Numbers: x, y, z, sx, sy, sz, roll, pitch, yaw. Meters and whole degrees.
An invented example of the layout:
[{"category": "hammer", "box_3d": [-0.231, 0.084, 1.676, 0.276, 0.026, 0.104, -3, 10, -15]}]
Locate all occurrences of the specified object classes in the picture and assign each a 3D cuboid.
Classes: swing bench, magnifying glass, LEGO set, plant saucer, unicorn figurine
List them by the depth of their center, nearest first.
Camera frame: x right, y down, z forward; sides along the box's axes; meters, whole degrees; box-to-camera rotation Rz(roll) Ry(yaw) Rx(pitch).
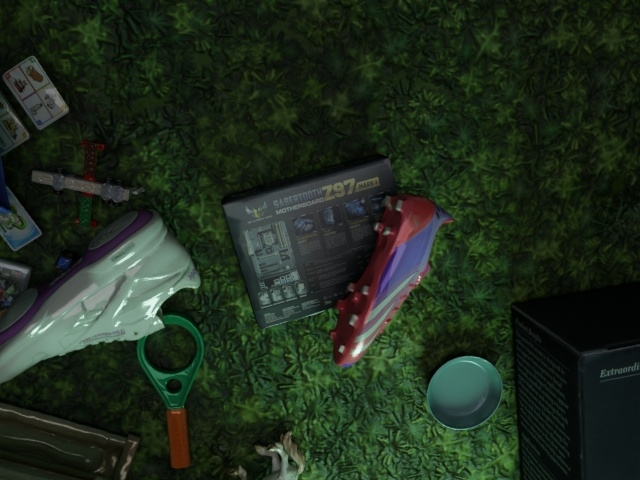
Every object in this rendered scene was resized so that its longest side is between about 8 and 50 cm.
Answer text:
[{"category": "swing bench", "box_3d": [-0.373, 0.312, 0.801, 0.253, 0.254, 0.165, 19, 85, -11]}, {"category": "LEGO set", "box_3d": [-0.356, -0.085, 0.849, 0.182, 0.060, 0.244, -30, 103, 11]}, {"category": "magnifying glass", "box_3d": [-0.207, 0.212, 0.933, 0.092, 0.026, 0.231, -4, 100, -8]}, {"category": "unicorn figurine", "box_3d": [-0.085, 0.363, 0.960, 0.161, 0.060, 0.111, -34, 115, -6]}, {"category": "plant saucer", "box_3d": [0.216, 0.227, 0.999, 0.119, 0.021, 0.120, -2, 102, -8]}]

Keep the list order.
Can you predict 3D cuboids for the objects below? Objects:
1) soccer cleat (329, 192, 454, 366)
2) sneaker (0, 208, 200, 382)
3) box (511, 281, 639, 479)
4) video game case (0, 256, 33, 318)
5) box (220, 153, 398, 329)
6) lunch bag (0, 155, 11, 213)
[{"category": "soccer cleat", "box_3d": [0.090, 0.059, 0.859, 0.095, 0.083, 0.248, 19, 97, -19]}, {"category": "sneaker", "box_3d": [-0.290, 0.100, 0.835, 0.305, 0.114, 0.152, -37, 119, 4]}, {"category": "box", "box_3d": [0.462, 0.281, 0.950, 0.293, 0.212, 0.396, -8, 103, -6]}, {"category": "video game case", "box_3d": [-0.495, 0.089, 0.864, 0.190, 0.022, 0.173, 17, 99, -11]}, {"category": "box", "box_3d": [0.000, 0.000, 0.899, 0.232, 0.059, 0.184, -17, 106, -5]}, {"category": "lunch bag", "box_3d": [-0.537, -0.180, 0.686, 0.327, 0.239, 0.386, -17, 75, -3]}]
